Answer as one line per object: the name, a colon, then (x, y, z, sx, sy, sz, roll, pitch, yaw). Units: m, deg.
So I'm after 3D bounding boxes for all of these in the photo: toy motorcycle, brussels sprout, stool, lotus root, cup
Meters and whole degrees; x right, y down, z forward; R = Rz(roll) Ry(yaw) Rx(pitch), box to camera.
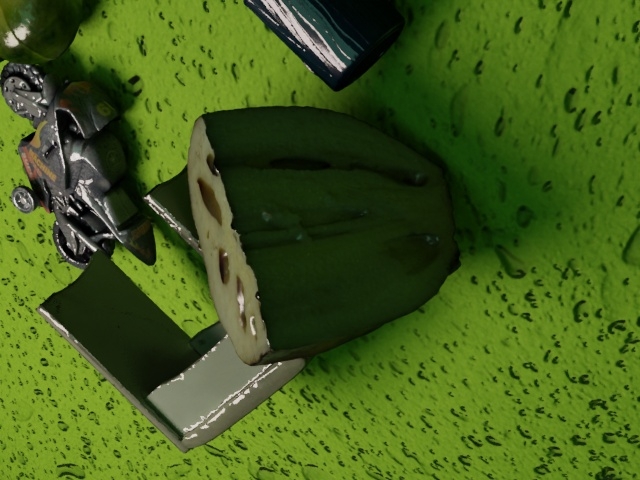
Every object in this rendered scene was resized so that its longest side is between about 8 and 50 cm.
toy motorcycle: (-0.321, -0.100, 1.506, 0.173, 0.108, 0.307, -6, 113, 31)
brussels sprout: (-0.366, -0.295, 1.423, 0.155, 0.117, 0.155, -5, 82, 33)
stool: (-0.150, 0.074, 1.387, 0.269, 0.170, 0.244, 46, 121, -7)
lotus root: (0.008, -0.013, 1.239, 0.149, 0.260, 0.267, -45, 59, 61)
cup: (0.009, -0.241, 1.216, 0.113, 0.150, 0.138, -44, 87, 6)

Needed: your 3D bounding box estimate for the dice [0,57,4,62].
dice: (-0.478, -0.297, 1.491, 0.120, 0.128, 0.130, 13, 122, 31)
